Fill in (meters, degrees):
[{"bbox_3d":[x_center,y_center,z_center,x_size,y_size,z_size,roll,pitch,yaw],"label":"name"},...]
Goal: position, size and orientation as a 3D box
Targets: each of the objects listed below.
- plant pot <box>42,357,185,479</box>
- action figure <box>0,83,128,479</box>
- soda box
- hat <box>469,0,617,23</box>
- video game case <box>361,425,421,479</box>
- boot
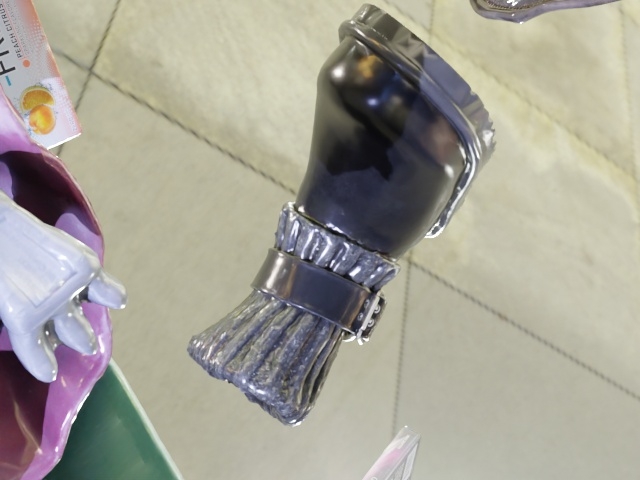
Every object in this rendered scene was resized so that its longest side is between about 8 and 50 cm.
[{"bbox_3d":[-0.286,0.244,0.935,0.248,0.252,0.247,52,13,31],"label":"plant pot"},{"bbox_3d":[-0.262,-0.005,0.462,0.248,0.276,0.370,-40,55,-20],"label":"action figure"},{"bbox_3d":[-0.226,-0.142,0.733,0.063,0.058,0.183,-30,111,-33],"label":"soda box"},{"bbox_3d":[0.200,-0.287,0.684,0.134,0.331,0.331,50,37,-30],"label":"hat"},{"bbox_3d":[0.014,0.329,1.076,0.026,0.196,0.274,24,36,21],"label":"video game case"},{"bbox_3d":[0.003,0.003,0.849,0.131,0.348,0.260,39,77,18],"label":"boot"}]
